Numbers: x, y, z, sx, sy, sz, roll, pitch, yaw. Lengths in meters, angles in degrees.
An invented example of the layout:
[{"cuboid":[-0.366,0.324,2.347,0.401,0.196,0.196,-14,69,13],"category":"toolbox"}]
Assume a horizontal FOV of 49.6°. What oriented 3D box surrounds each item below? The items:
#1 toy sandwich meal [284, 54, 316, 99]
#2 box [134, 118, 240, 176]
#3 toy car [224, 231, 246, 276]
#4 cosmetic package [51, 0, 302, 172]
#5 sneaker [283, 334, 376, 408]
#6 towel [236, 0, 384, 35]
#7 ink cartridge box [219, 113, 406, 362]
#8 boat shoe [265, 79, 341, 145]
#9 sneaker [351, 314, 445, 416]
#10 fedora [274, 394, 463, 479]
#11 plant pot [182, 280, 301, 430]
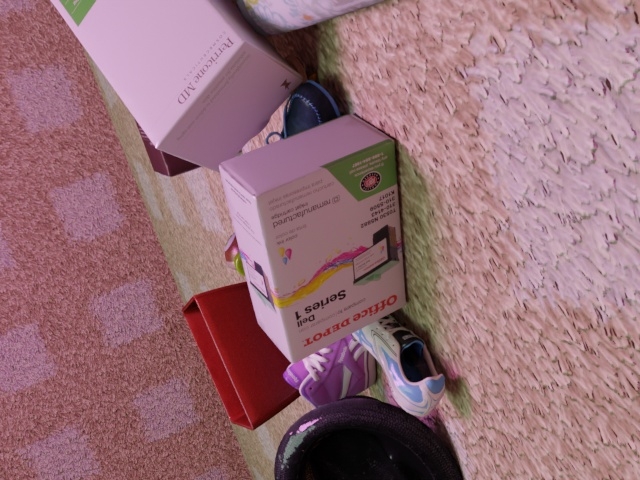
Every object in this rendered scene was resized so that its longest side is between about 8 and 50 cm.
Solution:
[{"cuboid":[-0.029,-0.235,1.024,0.085,0.029,0.086,48,150,40],"category":"toy sandwich meal"},{"cuboid":[-0.298,-0.262,1.484,0.168,0.166,0.203,22,132,63],"category":"box"},{"cuboid":[-0.118,-0.043,1.323,0.155,0.148,0.189,-145,47,-74],"category":"toy car"},{"cuboid":[-0.219,-0.299,1.021,0.366,0.197,0.155,50,-164,27],"category":"cosmetic package"},{"cuboid":[0.009,0.183,1.190,0.102,0.161,0.282,44,149,51],"category":"sneaker"},{"cuboid":[-0.052,-0.431,0.772,0.320,0.090,0.375,21,132,65],"category":"towel"},{"cuboid":[0.000,0.000,0.943,0.117,0.201,0.278,42,149,48],"category":"ink cartridge box"},{"cuboid":[-0.022,-0.117,1.022,0.109,0.089,0.258,42,155,26],"category":"boat shoe"},{"cuboid":[0.109,0.149,1.030,0.237,0.085,0.086,54,131,41],"category":"sneaker"},{"cuboid":[0.085,0.381,1.163,0.152,0.333,0.334,-70,-34,-67],"category":"fedora"},{"cuboid":[-0.111,0.201,1.407,0.268,0.235,0.267,65,160,3],"category":"plant pot"}]
